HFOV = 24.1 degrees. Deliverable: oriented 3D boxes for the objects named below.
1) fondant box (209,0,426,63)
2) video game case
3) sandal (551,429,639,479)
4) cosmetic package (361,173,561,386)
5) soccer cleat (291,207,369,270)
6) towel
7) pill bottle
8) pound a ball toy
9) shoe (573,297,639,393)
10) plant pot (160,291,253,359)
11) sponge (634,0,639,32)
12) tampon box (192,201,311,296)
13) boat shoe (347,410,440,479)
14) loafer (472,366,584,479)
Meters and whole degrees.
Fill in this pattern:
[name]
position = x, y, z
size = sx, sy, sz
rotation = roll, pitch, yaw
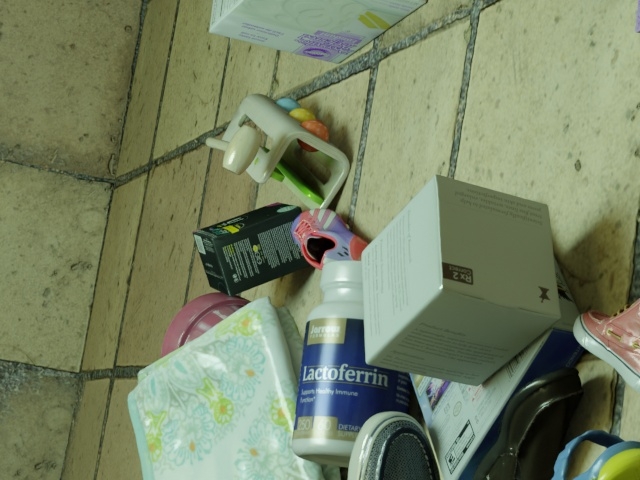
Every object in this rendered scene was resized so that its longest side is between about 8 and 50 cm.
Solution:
[fondant box]
position = -0.007, -0.390, 2.356
size = 0.330, 0.238, 0.096
rotation = 158, 121, -65
[video game case]
position = 0.203, 0.125, 1.788
size = 0.244, 0.061, 0.269
rotation = -107, 36, -49
[sandal]
position = 0.255, 0.316, 1.496
size = 0.317, 0.126, 0.138
rotation = -62, 19, 19
[cosmetic package]
position = 0.152, 0.048, 1.670
size = 0.183, 0.151, 0.151
rotation = -48, 35, 49
[soccer cleat]
position = 0.000, 0.000, 2.295
size = 0.248, 0.095, 0.083
rotation = 37, 110, 60
[towel]
position = -0.135, 0.310, 2.242
size = 0.320, 0.090, 0.374
rotation = -33, 61, 30
[pill bottle]
position = 0.049, 0.168, 2.022
size = 0.153, 0.153, 0.264
rotation = 154, 125, -64
[pound a ball toy]
position = -0.079, -0.169, 2.454
size = 0.135, 0.208, 0.319
rotation = -59, 24, 7
[shoe]
position = 0.319, 0.090, 1.512
size = 0.178, 0.064, 0.081
rotation = -128, 53, -65
[plant pot]
position = -0.131, 0.198, 2.434
size = 0.180, 0.201, 0.201
rotation = 16, 94, 53
[sponge]
position = 0.404, -0.295, 1.562
size = 0.210, 0.031, 0.117
rotation = 160, 120, -65
[tampon box]
position = -0.108, 0.011, 2.456
size = 0.120, 0.161, 0.101
rotation = 15, 124, 68
[boat shoe]
position = 0.125, 0.372, 1.751
size = 0.158, 0.127, 0.340
rotation = -7, 88, 62
[loafer]
position = 0.241, 0.226, 1.640
size = 0.078, 0.080, 0.220
rotation = 54, 142, 33
